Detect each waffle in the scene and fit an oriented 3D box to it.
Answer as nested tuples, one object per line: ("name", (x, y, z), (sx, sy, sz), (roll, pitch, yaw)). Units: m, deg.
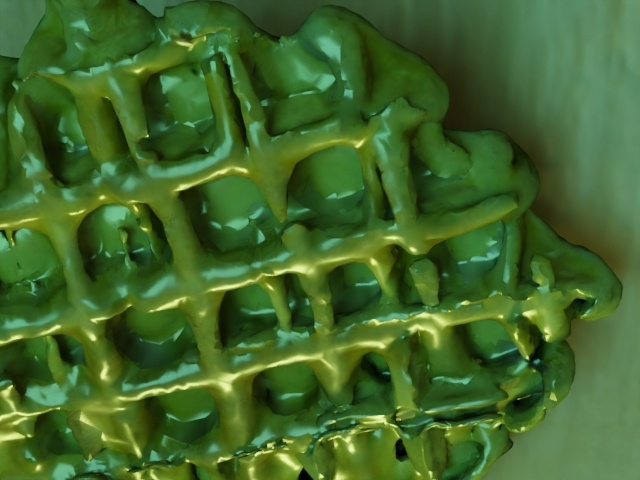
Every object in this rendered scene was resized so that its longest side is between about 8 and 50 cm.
("waffle", (-0.052, 0.042, 0.662), (0.297, 0.073, 0.317), (31, 117, -12))
